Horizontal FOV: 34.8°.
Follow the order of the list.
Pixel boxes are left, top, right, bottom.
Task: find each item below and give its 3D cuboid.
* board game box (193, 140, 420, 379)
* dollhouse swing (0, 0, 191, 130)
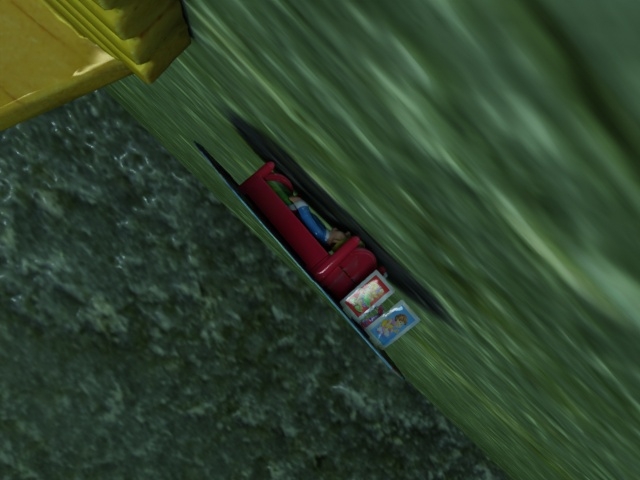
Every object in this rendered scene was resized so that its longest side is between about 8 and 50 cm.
[{"bbox_3d":[0.000,0.000,0.550,0.169,0.033,0.133,49,180,-12],"label":"board game box"},{"bbox_3d":[-0.262,-0.082,0.293,0.315,0.305,0.347,43,175,0],"label":"dollhouse swing"}]
